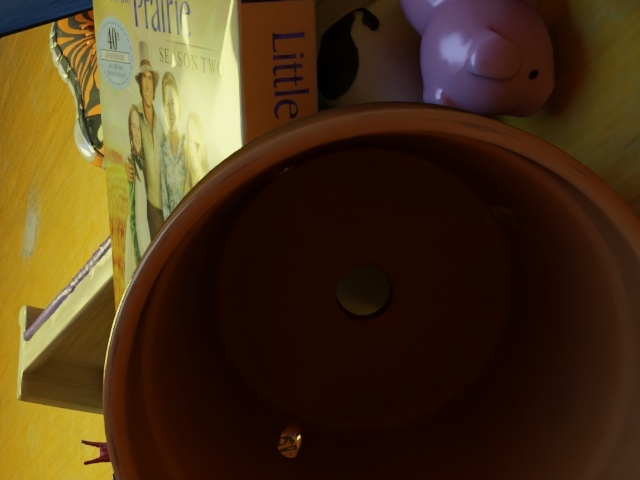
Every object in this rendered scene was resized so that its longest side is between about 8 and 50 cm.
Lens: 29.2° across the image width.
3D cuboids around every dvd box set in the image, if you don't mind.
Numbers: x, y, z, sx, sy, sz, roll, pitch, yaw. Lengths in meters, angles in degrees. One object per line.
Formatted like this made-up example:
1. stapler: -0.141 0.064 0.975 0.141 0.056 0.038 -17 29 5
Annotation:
1. dvd box set: -0.091 -0.062 0.918 0.307 0.062 0.421 26 122 59

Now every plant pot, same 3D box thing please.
1. plant pot: 0.035 0.056 0.694 0.203 0.290 0.291 -103 26 -75

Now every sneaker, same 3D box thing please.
1. sneaker: -0.288 -0.268 1.746 0.180 0.124 0.321 -55 45 40

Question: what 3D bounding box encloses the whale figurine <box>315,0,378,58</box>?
1. whale figurine: 0.011 -0.194 0.999 0.272 0.141 0.216 -46 74 25

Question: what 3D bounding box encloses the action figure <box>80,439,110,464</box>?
1. action figure: -0.112 0.249 0.978 0.091 0.139 0.280 84 179 -58

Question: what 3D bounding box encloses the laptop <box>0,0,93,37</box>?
1. laptop: -0.243 -0.393 1.356 0.382 0.236 0.408 -81 10 -66

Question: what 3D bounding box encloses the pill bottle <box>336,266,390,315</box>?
1. pill bottle: 0.003 0.067 0.954 0.169 0.094 0.094 121 148 -42

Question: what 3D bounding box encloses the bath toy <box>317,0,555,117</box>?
1. bath toy: 0.084 -0.122 0.784 0.129 0.151 0.348 -46 -2 -42

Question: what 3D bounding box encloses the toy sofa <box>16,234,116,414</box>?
1. toy sofa: -0.189 0.038 1.290 0.362 0.150 0.177 -41 44 47

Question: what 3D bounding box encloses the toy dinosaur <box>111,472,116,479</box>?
1. toy dinosaur: -0.204 0.347 1.107 0.296 0.127 0.200 57 143 23
